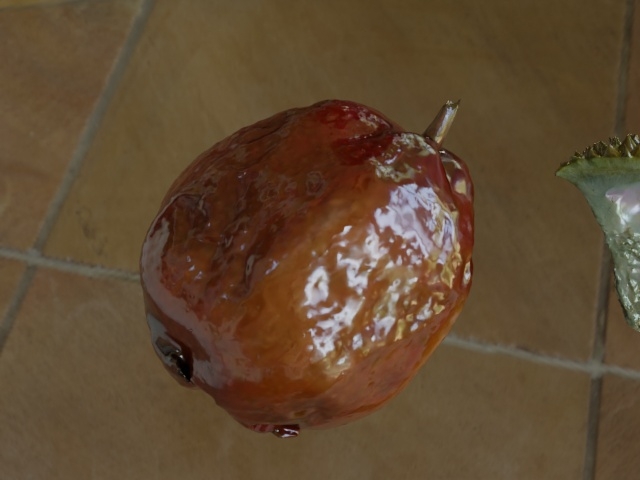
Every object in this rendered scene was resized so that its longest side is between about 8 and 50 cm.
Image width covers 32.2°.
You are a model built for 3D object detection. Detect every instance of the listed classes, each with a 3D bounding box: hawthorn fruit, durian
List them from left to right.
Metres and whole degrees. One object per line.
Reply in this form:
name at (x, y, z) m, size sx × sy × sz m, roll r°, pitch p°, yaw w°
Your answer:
hawthorn fruit at (-0.008, 0.012, 0.577) m, size 0.174 × 0.179 × 0.173 m, roll 16°, pitch 62°, yaw -33°
durian at (0.347, 0.023, 1.003) m, size 0.167 × 0.306 × 0.172 m, roll -32°, pitch 29°, yaw -13°
